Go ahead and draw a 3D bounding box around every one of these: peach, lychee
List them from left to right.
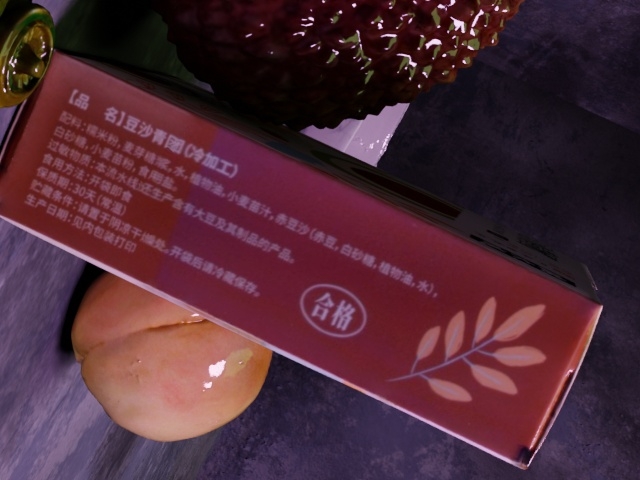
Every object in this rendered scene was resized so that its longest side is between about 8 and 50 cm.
[{"bbox_3d":[-0.128,0.086,1.332,0.184,0.184,0.184,-63,174,-11],"label":"peach"},{"bbox_3d":[0.018,-0.195,1.038,0.271,0.271,0.271,-63,174,-11],"label":"lychee"}]

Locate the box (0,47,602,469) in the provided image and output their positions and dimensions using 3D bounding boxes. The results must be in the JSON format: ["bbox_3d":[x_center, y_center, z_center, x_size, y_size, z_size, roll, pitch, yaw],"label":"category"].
[{"bbox_3d":[0.000,0.000,1.087,0.344,0.385,0.122,-24,138,-82],"label":"box"}]

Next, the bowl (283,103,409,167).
[{"bbox_3d":[-0.013,-0.124,1.600,0.287,0.144,0.287,-57,171,-14],"label":"bowl"}]

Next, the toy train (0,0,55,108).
[{"bbox_3d":[-0.170,-0.102,0.632,0.225,0.090,0.137,-64,167,-3],"label":"toy train"}]
